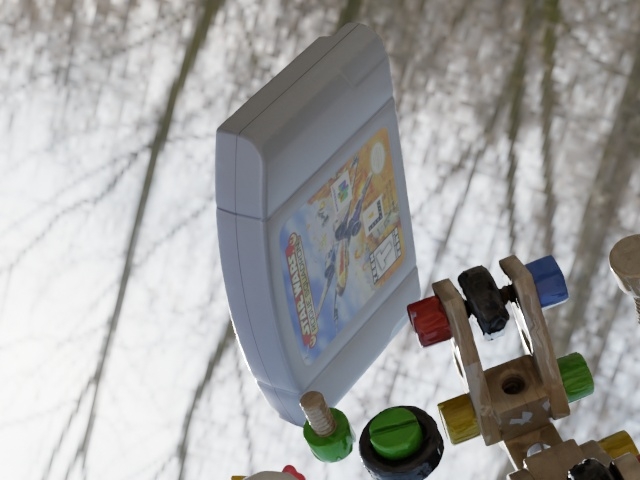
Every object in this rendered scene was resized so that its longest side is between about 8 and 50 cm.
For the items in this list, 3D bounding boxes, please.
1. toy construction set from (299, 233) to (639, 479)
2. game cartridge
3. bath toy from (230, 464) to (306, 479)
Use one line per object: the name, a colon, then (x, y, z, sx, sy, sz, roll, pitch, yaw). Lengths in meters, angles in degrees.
toy construction set: (0.195, 0.142, 1.221, 0.309, 0.237, 0.257, -43, -131, -19)
game cartridge: (0.000, 0.000, 1.339, 0.062, 0.297, 0.198, 13, -137, 28)
bath toy: (-0.091, 0.347, 1.690, 0.151, 0.348, 0.129, 24, -138, 1)
